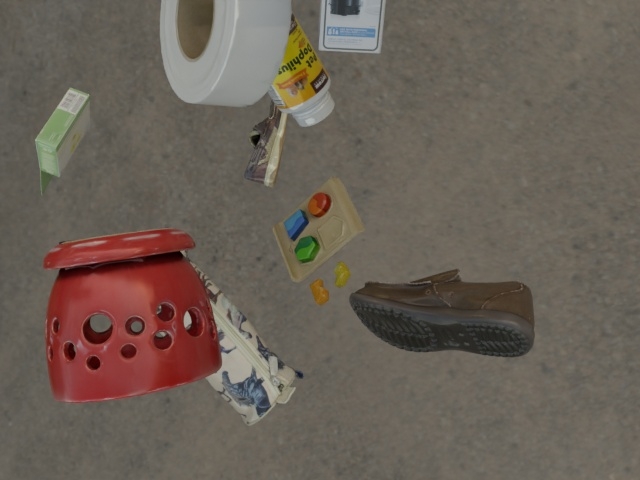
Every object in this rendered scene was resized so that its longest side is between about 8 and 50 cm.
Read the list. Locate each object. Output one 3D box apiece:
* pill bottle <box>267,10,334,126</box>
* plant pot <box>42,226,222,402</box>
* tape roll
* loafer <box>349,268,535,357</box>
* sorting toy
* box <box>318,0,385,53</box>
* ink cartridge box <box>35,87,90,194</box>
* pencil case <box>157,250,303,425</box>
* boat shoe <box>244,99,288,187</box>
[{"bbox_3d":[-0.059,-0.323,1.361,0.117,0.215,0.117,-23,35,17],"label":"pill bottle"},{"bbox_3d":[-0.216,0.078,0.820,0.191,0.191,0.174,-6,93,39],"label":"plant pot"},{"bbox_3d":[-0.163,-0.363,1.179,0.286,0.100,0.286,7,98,55],"label":"tape roll"},{"bbox_3d":[0.222,0.123,1.311,0.366,0.130,0.134,5,139,36],"label":"loafer"},{"bbox_3d":[0.000,0.000,1.812,0.229,0.041,0.307,-38,47,16],"label":"sorting toy"},{"bbox_3d":[0.048,-0.420,0.978,0.087,0.169,0.290,2,121,-1],"label":"box"},{"bbox_3d":[-0.602,-0.221,1.702,0.235,0.056,0.171,117,173,-58],"label":"ink cartridge box"},{"bbox_3d":[-0.223,0.197,1.540,0.410,0.160,0.183,49,134,-7],"label":"pencil case"},{"bbox_3d":[-0.141,-0.265,1.880,0.103,0.092,0.285,113,165,-57],"label":"boat shoe"}]
